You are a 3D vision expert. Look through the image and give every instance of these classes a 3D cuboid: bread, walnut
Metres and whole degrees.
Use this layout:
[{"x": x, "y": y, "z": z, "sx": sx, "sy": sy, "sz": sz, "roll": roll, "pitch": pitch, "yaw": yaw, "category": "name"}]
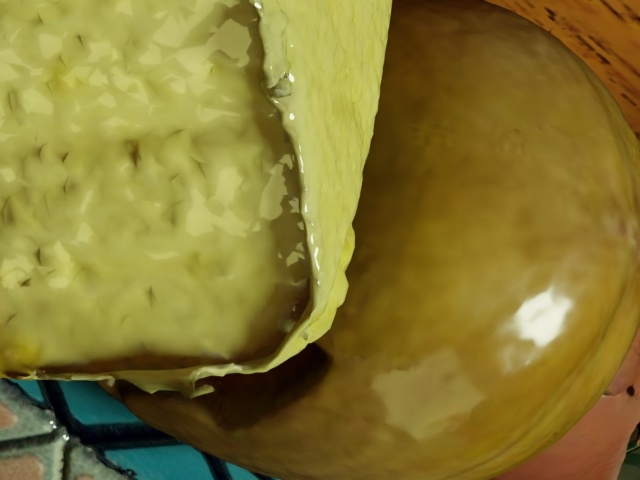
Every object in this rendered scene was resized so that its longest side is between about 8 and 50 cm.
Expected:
[{"x": -0.130, "y": -0.075, "z": 0.594, "sx": 0.263, "sy": 0.198, "sz": 0.236, "roll": -4, "pitch": 150, "yaw": 16, "category": "bread"}, {"x": 0.000, "y": 0.000, "z": 0.790, "sx": 0.203, "sy": 0.203, "sz": 0.298, "roll": 18, "pitch": 174, "yaw": -42, "category": "walnut"}]

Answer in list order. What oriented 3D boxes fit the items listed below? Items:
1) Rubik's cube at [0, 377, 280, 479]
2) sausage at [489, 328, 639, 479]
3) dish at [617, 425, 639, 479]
[{"x": -0.095, "y": 0.127, "z": 0.864, "sx": 0.228, "sy": 0.228, "sz": 0.233, "roll": -4, "pitch": 172, "yaw": -20, "category": "Rubik's cube"}, {"x": 0.101, "y": 0.067, "z": 1.017, "sx": 0.152, "sy": 0.152, "sz": 0.279, "roll": -5, "pitch": 159, "yaw": 2, "category": "sausage"}, {"x": 0.217, "y": 0.120, "z": 1.229, "sx": 0.224, "sy": 0.078, "sz": 0.246, "roll": 7, "pitch": 139, "yaw": -37, "category": "dish"}]
